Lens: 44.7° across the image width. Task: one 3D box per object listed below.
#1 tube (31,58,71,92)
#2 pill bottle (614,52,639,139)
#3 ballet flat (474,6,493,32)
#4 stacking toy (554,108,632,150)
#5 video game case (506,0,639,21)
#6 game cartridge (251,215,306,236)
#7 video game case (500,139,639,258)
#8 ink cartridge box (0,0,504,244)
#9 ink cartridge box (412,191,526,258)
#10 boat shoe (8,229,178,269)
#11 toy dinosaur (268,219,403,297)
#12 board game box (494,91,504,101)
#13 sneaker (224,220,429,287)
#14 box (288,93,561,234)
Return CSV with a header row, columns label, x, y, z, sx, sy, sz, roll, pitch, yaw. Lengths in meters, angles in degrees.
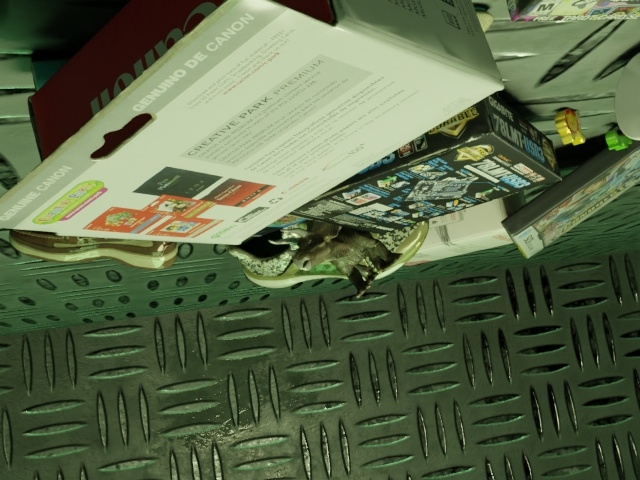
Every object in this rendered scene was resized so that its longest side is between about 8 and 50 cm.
label,x,y,z,sx,sy,sz,roll,pitch,yaw
tube,-0.154,-0.147,0.714,0.207,0.052,0.080,-10,174,-20
pill bottle,0.479,-0.161,0.906,0.245,0.136,0.136,2,168,-14
ballet flat,0.081,-0.177,0.725,0.168,0.052,0.057,-9,171,-1
stacking toy,0.460,-0.178,1.107,0.167,0.052,0.221,-15,171,44
video game case,0.295,-0.236,0.602,0.232,0.042,0.210,-6,169,-17
game cartridge,-0.105,-0.059,1.257,0.355,0.068,0.230,-17,163,42
video game case,0.456,-0.075,1.372,0.274,0.035,0.248,-36,159,11
ink cartridge box,-0.073,-0.115,0.579,0.309,0.130,0.271,-28,161,35
ink cartridge box,0.257,-0.034,1.552,0.283,0.117,0.207,-15,169,28
boat shoe,-0.348,-0.024,1.200,0.257,0.095,0.095,5,-147,-7
toy dinosaur,0.040,0.005,1.271,0.121,0.160,0.313,-45,178,9
board game box,0.195,-0.154,1.053,0.126,0.026,0.186,-12,170,21
sneaker,0.000,0.000,1.456,0.410,0.158,0.182,-15,163,21
box,0.137,-0.090,1.038,0.293,0.073,0.295,-20,165,29
